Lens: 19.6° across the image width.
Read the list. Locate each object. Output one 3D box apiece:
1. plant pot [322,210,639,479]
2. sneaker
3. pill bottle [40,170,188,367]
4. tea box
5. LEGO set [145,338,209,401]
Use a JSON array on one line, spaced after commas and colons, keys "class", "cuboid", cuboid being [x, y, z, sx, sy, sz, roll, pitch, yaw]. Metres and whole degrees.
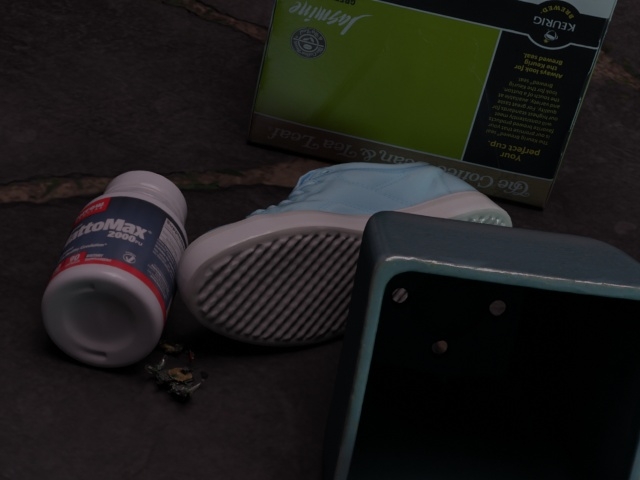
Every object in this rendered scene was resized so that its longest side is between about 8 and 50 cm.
[{"class": "plant pot", "cuboid": [0.127, 0.097, 1.554, 0.247, 0.248, 0.252, 7, 19, -10]}, {"class": "sneaker", "cuboid": [0.000, 0.000, 1.736, 0.366, 0.135, 0.150, -6, 33, -39]}, {"class": "pill bottle", "cuboid": [-0.176, 0.019, 1.654, 0.108, 0.108, 0.180, 14, 36, -1]}, {"class": "tea box", "cuboid": [0.119, -0.248, 1.922, 0.329, 0.323, 0.220, 13, 37, -3]}, {"class": "LEGO set", "cuboid": [-0.125, 0.117, 1.620, 0.054, 0.023, 0.083, 18, 23, 2]}]
